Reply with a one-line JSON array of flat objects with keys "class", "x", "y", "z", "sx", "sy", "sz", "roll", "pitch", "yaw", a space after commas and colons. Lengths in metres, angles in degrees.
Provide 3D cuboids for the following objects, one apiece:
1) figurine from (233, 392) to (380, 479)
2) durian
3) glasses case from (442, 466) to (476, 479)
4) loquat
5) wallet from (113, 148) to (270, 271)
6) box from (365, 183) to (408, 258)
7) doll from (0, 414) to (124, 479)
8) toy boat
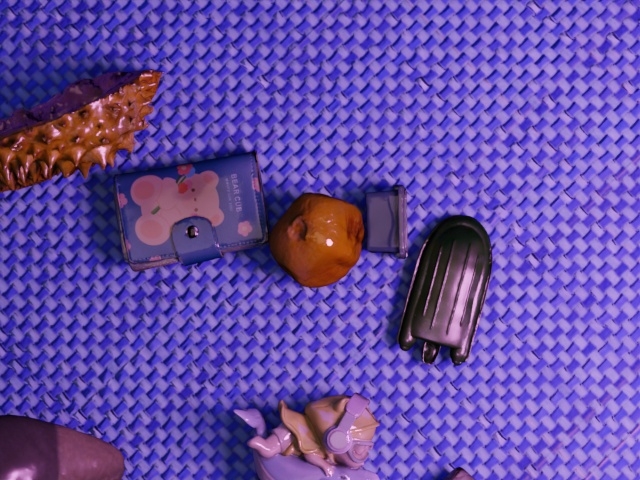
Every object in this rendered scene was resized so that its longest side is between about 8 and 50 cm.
[{"class": "figurine", "x": -0.016, "y": 0.268, "z": 1.591, "sx": 0.208, "sy": 0.128, "sz": 0.184, "roll": 31, "pitch": 85, "yaw": 6}, {"class": "durian", "x": -0.350, "y": -0.124, "z": 1.592, "sx": 0.341, "sy": 0.191, "sz": 0.112, "roll": -23, "pitch": 114, "yaw": -2}, {"class": "glasses case", "x": 0.261, "y": 0.439, "z": 1.613, "sx": 0.299, "sy": 0.060, "sz": 0.114, "roll": 41, "pitch": 88, "yaw": 1}, {"class": "loquat", "x": 0.000, "y": 0.000, "z": 1.600, "sx": 0.113, "sy": 0.137, "sz": 0.137, "roll": 35, "pitch": 87, "yaw": 37}, {"class": "wallet", "x": -0.173, "y": -0.038, "z": 1.636, "sx": 0.202, "sy": 0.059, "sz": 0.141, "roll": -10, "pitch": 82, "yaw": -2}, {"class": "box", "x": 0.089, "y": -0.024, "z": 1.631, "sx": 0.054, "sy": 0.074, "sz": 0.099, "roll": -1, "pitch": 87, "yaw": 9}, {"class": "doll", "x": -0.292, "y": 0.389, "z": 1.505, "sx": 0.382, "sy": 0.252, "sz": 0.379, "roll": 3, "pitch": 69, "yaw": -27}, {"class": "toy boat", "x": 0.173, "y": 0.067, "z": 1.637, "sx": 0.104, "sy": 0.052, "sz": 0.210, "roll": 14, "pitch": 86, "yaw": 3}]
